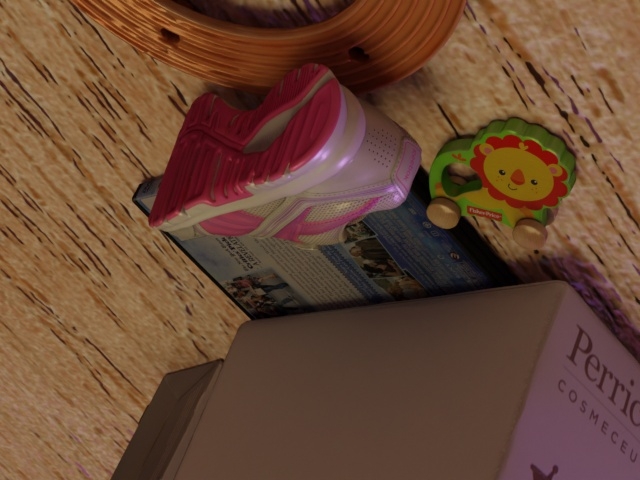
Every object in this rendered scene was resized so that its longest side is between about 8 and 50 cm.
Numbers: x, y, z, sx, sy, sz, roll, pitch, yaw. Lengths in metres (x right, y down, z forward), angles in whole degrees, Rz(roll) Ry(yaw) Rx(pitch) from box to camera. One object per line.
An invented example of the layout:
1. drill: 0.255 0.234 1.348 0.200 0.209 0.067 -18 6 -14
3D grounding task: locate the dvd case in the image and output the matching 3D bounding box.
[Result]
1. dvd case: 0.000 0.000 1.408 0.253 0.022 0.180 -12 132 43

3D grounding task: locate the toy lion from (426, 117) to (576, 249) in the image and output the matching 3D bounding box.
1. toy lion: 0.121 -0.043 1.263 0.100 0.034 0.096 14 138 19

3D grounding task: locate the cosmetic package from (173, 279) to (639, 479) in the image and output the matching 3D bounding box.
1. cosmetic package: 0.081 0.289 1.391 0.327 0.393 0.329 -10 137 42

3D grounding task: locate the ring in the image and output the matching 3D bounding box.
1. ring: -0.064 -0.213 1.151 0.337 0.032 0.336 17 147 12

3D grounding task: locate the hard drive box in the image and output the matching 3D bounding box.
1. hard drive box: -0.068 0.248 1.649 0.232 0.181 0.089 43 143 -23

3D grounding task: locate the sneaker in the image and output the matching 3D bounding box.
1. sneaker: -0.027 -0.038 1.263 0.111 0.103 0.252 27 163 -28
